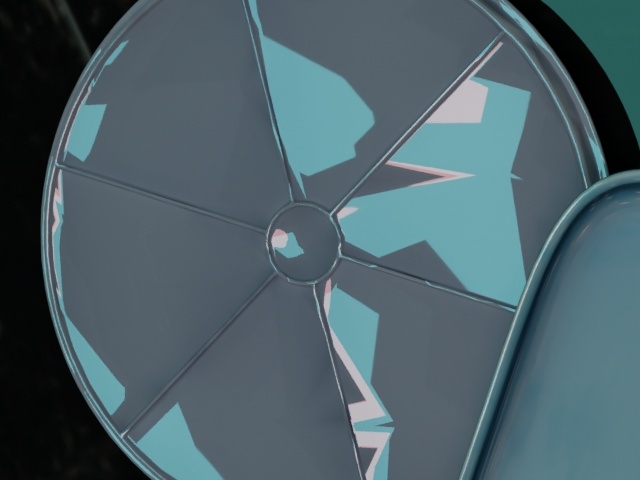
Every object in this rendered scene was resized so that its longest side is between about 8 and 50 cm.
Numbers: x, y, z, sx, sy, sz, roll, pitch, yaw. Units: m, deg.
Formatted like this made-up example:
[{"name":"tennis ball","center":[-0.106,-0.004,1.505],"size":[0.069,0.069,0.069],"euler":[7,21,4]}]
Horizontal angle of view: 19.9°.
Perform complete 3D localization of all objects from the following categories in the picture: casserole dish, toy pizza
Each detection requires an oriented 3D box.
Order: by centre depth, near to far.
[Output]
[{"name":"casserole dish","center":[0.099,0.063,0.537],"size":[0.114,0.037,0.188],"euler":[16,101,-4]},{"name":"toy pizza","center":[0.000,0.000,0.596],"size":[0.201,0.032,0.201],"euler":[2,94,22]}]
